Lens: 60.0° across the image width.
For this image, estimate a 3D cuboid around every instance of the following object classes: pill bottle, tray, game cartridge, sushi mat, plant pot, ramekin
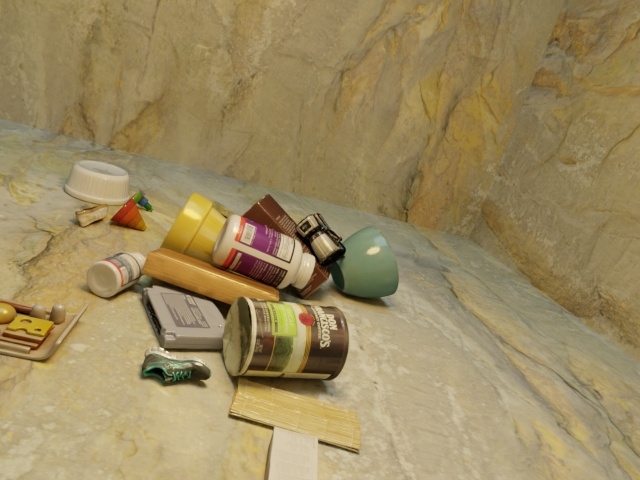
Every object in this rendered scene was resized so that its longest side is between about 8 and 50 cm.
[{"bbox_3d":[-0.597,0.094,1.651,0.108,0.108,0.180,20,15,8],"label":"pill bottle"},{"bbox_3d":[-0.335,0.128,1.752,0.411,0.076,0.203,21,1,-6],"label":"tray"},{"bbox_3d":[-0.380,0.218,1.573,0.196,0.060,0.294,4,20,-31],"label":"game cartridge"},{"bbox_3d":[-0.057,0.412,1.321,0.317,0.019,0.151,18,14,-3],"label":"sushi mat"},{"bbox_3d":[-0.416,-0.008,2.002,0.239,0.254,0.254,32,13,-12],"label":"plant pot"},{"bbox_3d":[-0.189,0.050,1.874,0.323,0.181,0.181,24,13,-17],"label":"pill bottle"},{"bbox_3d":[0.151,0.107,2.200,0.195,0.290,0.290,-17,29,-20],"label":"plant pot"},{"bbox_3d":[-0.961,-0.257,2.417,0.273,0.127,0.273,17,15,-5],"label":"ramekin"}]

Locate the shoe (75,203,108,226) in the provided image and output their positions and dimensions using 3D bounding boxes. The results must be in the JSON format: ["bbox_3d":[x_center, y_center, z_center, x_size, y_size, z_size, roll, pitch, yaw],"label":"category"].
[{"bbox_3d":[-0.871,-0.098,2.122,0.077,0.058,0.219,-13,10,5],"label":"shoe"}]

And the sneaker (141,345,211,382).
[{"bbox_3d":[-0.343,0.310,1.309,0.166,0.065,0.076,14,32,-2],"label":"sneaker"}]

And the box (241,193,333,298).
[{"bbox_3d":[-0.131,0.018,2.071,0.381,0.143,0.191,49,15,-6],"label":"box"}]

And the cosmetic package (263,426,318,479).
[{"bbox_3d":[-0.058,0.464,1.064,0.099,0.060,0.239,15,16,-4],"label":"cosmetic package"}]

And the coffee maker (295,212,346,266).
[{"bbox_3d":[0.000,0.000,2.049,0.178,0.120,0.171,54,-7,14],"label":"coffee maker"}]

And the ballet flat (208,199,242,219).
[{"bbox_3d":[-0.431,-0.086,2.479,0.348,0.123,0.123,26,17,34],"label":"ballet flat"}]

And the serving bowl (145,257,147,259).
[{"bbox_3d":[-0.581,0.086,1.845,0.083,0.027,0.083,16,15,-5],"label":"serving bowl"}]

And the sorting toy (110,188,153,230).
[{"bbox_3d":[-0.748,-0.118,2.287,0.126,0.127,0.365,45,6,-16],"label":"sorting toy"}]

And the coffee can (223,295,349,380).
[{"bbox_3d":[-0.093,0.261,1.458,0.275,0.201,0.201,10,17,-28],"label":"coffee can"}]

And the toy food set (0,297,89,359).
[{"bbox_3d":[-0.728,0.164,1.292,0.306,0.092,0.220,15,16,-10],"label":"toy food set"}]
